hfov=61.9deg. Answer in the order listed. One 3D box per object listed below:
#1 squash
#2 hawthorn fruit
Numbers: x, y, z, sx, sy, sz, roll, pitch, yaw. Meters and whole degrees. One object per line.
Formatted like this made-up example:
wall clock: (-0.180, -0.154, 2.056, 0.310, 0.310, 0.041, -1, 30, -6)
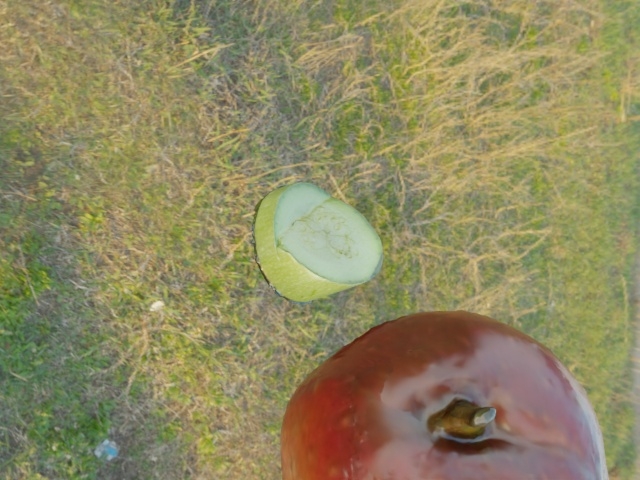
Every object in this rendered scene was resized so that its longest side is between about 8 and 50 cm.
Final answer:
squash: (-0.012, -0.007, 0.921, 0.220, 0.133, 0.220, 19, 60, -38)
hawthorn fruit: (0.105, 0.182, 0.452, 0.287, 0.287, 0.330, -53, 158, -24)
